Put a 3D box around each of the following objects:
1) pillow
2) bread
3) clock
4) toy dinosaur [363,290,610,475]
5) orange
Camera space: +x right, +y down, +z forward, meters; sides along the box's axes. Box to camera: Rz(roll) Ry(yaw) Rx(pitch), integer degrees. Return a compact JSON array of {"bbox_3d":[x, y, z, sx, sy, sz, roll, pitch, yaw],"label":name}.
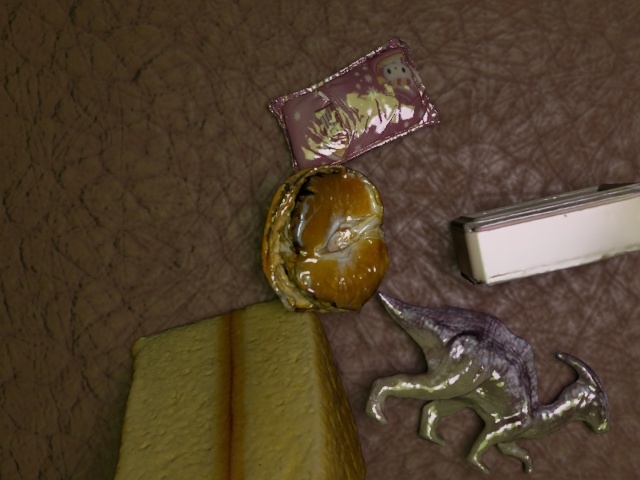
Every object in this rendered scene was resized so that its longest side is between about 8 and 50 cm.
[{"bbox_3d":[0.037,-0.148,0.956,0.185,0.043,0.118,-24,83,0],"label":"pillow"},{"bbox_3d":[-0.093,0.204,0.798,0.233,0.362,0.244,-17,89,4],"label":"bread"},{"bbox_3d":[0.245,-0.008,0.885,0.192,0.147,0.071,-13,92,4],"label":"clock"},{"bbox_3d":[0.179,0.168,0.924,0.294,0.077,0.162,27,86,-10],"label":"toy dinosaur"},{"bbox_3d":[0.000,0.000,0.917,0.160,0.112,0.170,37,84,-26],"label":"orange"}]
